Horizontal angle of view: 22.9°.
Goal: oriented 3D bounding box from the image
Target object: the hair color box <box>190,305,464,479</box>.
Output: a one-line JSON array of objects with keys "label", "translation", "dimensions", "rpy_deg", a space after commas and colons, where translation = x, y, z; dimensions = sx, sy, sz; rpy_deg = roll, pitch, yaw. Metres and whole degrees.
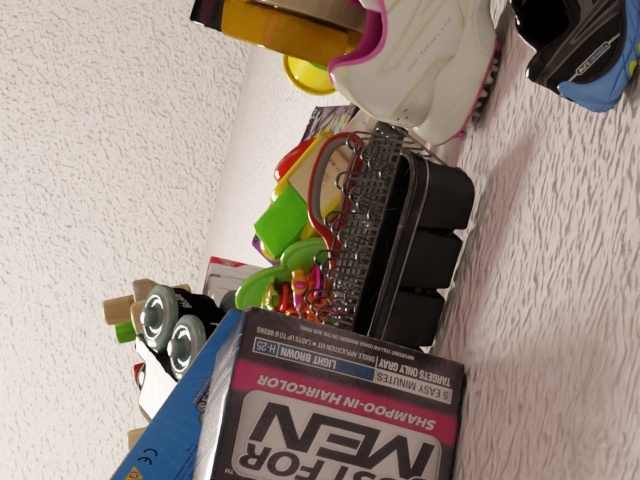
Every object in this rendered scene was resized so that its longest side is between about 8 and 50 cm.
[{"label": "hair color box", "translation": [-0.013, 0.236, 1.093], "dimensions": [0.105, 0.173, 0.347], "rpy_deg": [123, 159, -61]}]

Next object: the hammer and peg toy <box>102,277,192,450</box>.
[{"label": "hammer and peg toy", "translation": [-0.216, 0.188, 2.179], "dimensions": [0.361, 0.127, 0.266], "rpy_deg": [53, -154, -83]}]

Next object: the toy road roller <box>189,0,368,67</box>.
[{"label": "toy road roller", "translation": [0.034, -0.264, 1.514], "dimensions": [0.329, 0.240, 0.203], "rpy_deg": [-145, 71, -69]}]

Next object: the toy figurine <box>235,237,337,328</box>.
[{"label": "toy figurine", "translation": [-0.011, 0.109, 1.559], "dimensions": [0.173, 0.130, 0.159], "rpy_deg": [117, 154, -51]}]

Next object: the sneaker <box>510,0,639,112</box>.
[{"label": "sneaker", "translation": [0.160, -0.163, 0.990], "dimensions": [0.067, 0.078, 0.188], "rpy_deg": [116, 167, -50]}]

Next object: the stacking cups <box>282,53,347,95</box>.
[{"label": "stacking cups", "translation": [0.030, -0.293, 2.001], "dimensions": [0.316, 0.096, 0.096], "rpy_deg": [123, 160, -65]}]

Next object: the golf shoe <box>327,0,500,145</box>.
[{"label": "golf shoe", "translation": [0.100, -0.239, 1.314], "dimensions": [0.115, 0.140, 0.306], "rpy_deg": [-146, 72, -83]}]

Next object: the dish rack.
[{"label": "dish rack", "translation": [0.046, 0.001, 1.358], "dimensions": [0.271, 0.074, 0.208], "rpy_deg": [-129, 53, -67]}]

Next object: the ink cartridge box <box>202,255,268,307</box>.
[{"label": "ink cartridge box", "translation": [-0.107, 0.083, 2.183], "dimensions": [0.150, 0.109, 0.063], "rpy_deg": [-99, 24, -71]}]

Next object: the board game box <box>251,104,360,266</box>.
[{"label": "board game box", "translation": [-0.009, -0.064, 1.916], "dimensions": [0.347, 0.056, 0.208], "rpy_deg": [-153, 84, -81]}]

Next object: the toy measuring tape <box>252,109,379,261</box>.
[{"label": "toy measuring tape", "translation": [0.043, -0.087, 1.614], "dimensions": [0.330, 0.121, 0.121], "rpy_deg": [-48, 24, 36]}]

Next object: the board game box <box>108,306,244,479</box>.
[{"label": "board game box", "translation": [-0.110, 0.268, 1.329], "dimensions": [0.308, 0.086, 0.302], "rpy_deg": [-57, -20, -49]}]

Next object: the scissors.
[{"label": "scissors", "translation": [0.019, 0.044, 1.508], "dimensions": [0.021, 0.109, 0.297], "rpy_deg": [21, -99, -69]}]

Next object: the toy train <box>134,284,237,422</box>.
[{"label": "toy train", "translation": [-0.118, 0.176, 1.773], "dimensions": [0.334, 0.142, 0.190], "rpy_deg": [38, 117, 54]}]
